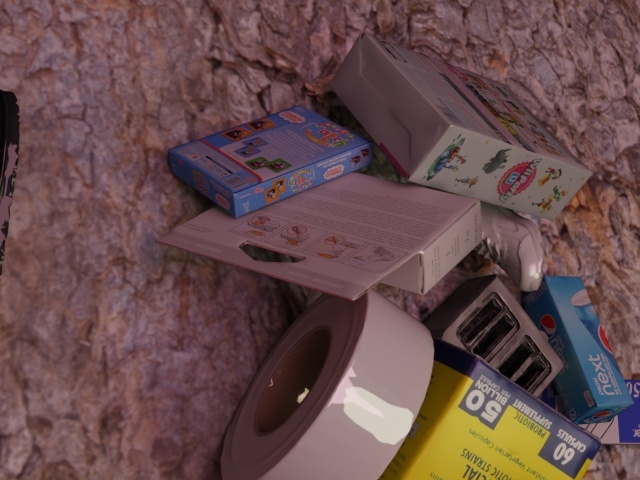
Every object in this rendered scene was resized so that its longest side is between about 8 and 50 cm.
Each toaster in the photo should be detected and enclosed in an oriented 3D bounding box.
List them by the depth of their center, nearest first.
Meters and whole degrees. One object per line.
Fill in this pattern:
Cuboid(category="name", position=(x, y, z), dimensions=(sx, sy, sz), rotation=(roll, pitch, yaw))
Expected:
Cuboid(category="toaster", position=(0.219, 0.158, 1.376), dimensions=(0.186, 0.110, 0.168), rotation=(-40, 96, -29))

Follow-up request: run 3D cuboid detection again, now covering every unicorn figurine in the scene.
Cuboid(category="unicorn figurine", position=(0.060, -0.178, 1.407), dimensions=(0.111, 0.060, 0.162), rotation=(-31, 86, -40))

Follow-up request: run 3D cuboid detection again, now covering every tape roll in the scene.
Cuboid(category="tape roll", position=(0.003, 0.187, 1.161), dimensions=(0.100, 0.286, 0.286), rotation=(35, 64, -16))

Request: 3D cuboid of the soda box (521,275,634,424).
Cuboid(category="soda box", position=(0.367, 0.155, 1.438), dimensions=(0.071, 0.067, 0.210), rotation=(2, 56, -27))

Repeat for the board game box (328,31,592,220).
Cuboid(category="board game box", position=(0.191, -0.150, 1.344), dimensions=(0.303, 0.097, 0.224), rotation=(10, 34, -40))

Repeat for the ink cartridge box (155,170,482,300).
Cuboid(category="ink cartridge box", position=(0.000, 0.000, 1.186), dimensions=(0.261, 0.296, 0.066), rotation=(-36, 130, -42))

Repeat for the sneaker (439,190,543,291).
Cuboid(category="sneaker", position=(0.233, -0.007, 1.411), dimensions=(0.115, 0.090, 0.232), rotation=(-9, 41, -14))

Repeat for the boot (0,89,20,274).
Cuboid(category="boot", position=(-0.449, -0.067, 1.101), dimensions=(0.207, 0.094, 0.246), rotation=(10, 79, -29))

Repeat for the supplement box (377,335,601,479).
Cuboid(category="supplement box", position=(0.126, 0.317, 1.177), dimensions=(0.194, 0.195, 0.356), rotation=(34, 85, -15))

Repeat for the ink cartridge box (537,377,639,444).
Cuboid(category="ink cartridge box", position=(0.419, 0.255, 1.489), dimensions=(0.207, 0.046, 0.097), rotation=(6, 74, -25))

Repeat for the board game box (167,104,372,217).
Cuboid(category="board game box", position=(-0.064, -0.108, 1.280), dimensions=(0.211, 0.160, 0.039), rotation=(-24, 127, -29))
